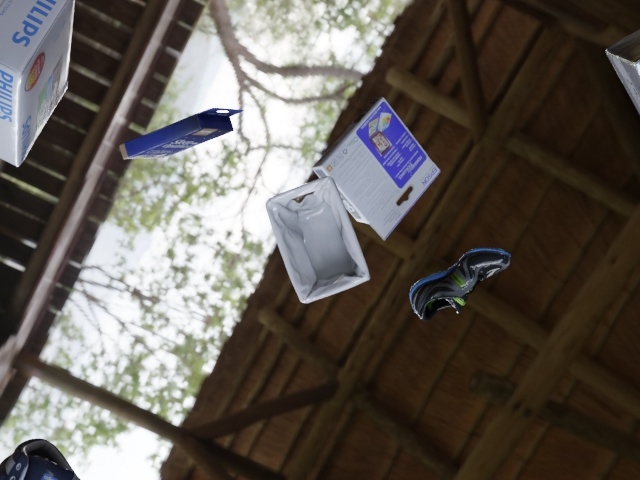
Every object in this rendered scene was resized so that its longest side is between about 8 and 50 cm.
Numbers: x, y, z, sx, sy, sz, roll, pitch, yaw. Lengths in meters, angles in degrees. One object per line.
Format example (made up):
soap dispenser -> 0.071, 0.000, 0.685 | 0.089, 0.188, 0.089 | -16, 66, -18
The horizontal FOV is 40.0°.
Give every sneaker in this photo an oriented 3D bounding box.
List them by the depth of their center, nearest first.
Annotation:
sneaker -> -0.343, 0.344, 0.978 | 0.153, 0.099, 0.282 | -41, -147, 14
sneaker -> 0.229, 0.073, 1.417 | 0.188, 0.067, 0.078 | -33, -133, 26

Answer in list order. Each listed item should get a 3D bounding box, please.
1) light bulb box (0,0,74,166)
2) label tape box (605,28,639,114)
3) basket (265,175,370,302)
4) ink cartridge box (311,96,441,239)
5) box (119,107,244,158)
light bulb box -> -0.666, -0.371, 1.619 | 0.225, 0.361, 0.358 | -68, -171, -28
label tape box -> 0.370, -0.161, 0.693 | 0.240, 0.106, 0.334 | -27, -174, 19
basket -> 0.000, 0.000, 1.336 | 0.113, 0.167, 0.103 | -21, 176, 6
ink cartridge box -> 0.116, -0.143, 1.774 | 0.206, 0.208, 0.045 | -49, -159, -19
box -> -0.270, -0.211, 1.750 | 0.225, 0.037, 0.136 | -19, 178, 23
